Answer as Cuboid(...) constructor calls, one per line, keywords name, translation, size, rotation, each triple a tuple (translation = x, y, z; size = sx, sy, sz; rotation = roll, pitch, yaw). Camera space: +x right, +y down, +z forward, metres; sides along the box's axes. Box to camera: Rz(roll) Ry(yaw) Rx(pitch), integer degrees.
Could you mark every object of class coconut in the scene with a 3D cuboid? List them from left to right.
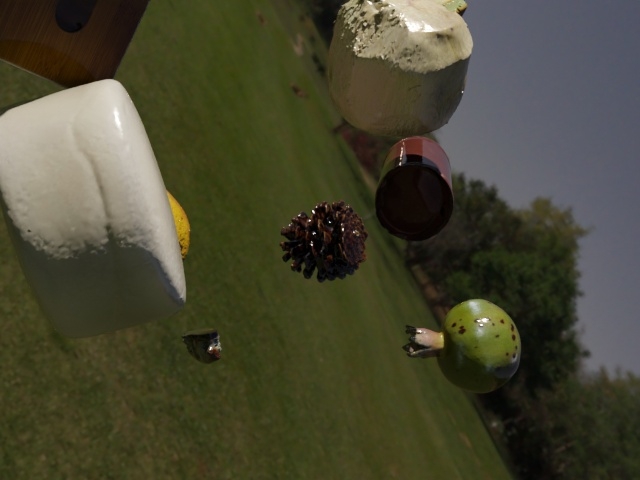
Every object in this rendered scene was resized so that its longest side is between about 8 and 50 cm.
Cuboid(name="coconut", translation=(0.098, -0.214, 1.144), size=(0.194, 0.194, 0.194), rotation=(62, 3, -6))

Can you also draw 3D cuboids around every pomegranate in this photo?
Cuboid(name="pomegranate", translation=(0.199, 0.154, 1.267), size=(0.129, 0.159, 0.129), rotation=(-18, 90, -84))

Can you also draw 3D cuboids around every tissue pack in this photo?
Cuboid(name="tissue pack", translation=(-0.261, -0.292, 0.903), size=(0.136, 0.246, 0.159), rotation=(29, 6, 34))

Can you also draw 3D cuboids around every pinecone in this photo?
Cuboid(name="pinecone", translation=(-0.002, 0.006, 1.786), size=(0.163, 0.165, 0.163), rotation=(30, 55, -57))

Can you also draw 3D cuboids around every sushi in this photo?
Cuboid(name="sushi", translation=(-0.161, 0.147, 1.232), size=(0.083, 0.044, 0.046), rotation=(-5, -83, 66))

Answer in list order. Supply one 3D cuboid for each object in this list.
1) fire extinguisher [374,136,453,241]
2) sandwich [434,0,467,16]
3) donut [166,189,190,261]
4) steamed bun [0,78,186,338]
Cuboid(name="fire extinguisher", translation=(0.137, -0.072, 1.336), size=(0.337, 0.106, 0.147), rotation=(-63, 163, -74))
Cuboid(name="sandwich", translation=(0.210, -0.422, 1.920), size=(0.117, 0.144, 0.187), rotation=(46, -33, 32))
Cuboid(name="donut", translation=(-0.290, -0.013, 1.421), size=(0.178, 0.162, 0.065), rotation=(38, 4, 28))
Cuboid(name="steamed bun", translation=(-0.220, -0.029, 0.872), size=(0.164, 0.146, 0.242), rotation=(173, -100, -85))
